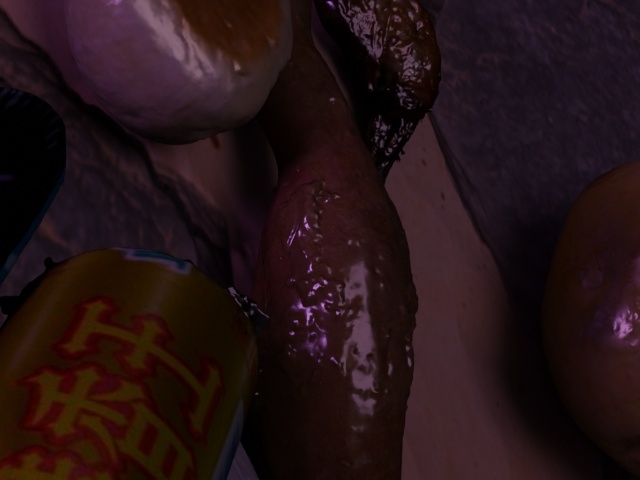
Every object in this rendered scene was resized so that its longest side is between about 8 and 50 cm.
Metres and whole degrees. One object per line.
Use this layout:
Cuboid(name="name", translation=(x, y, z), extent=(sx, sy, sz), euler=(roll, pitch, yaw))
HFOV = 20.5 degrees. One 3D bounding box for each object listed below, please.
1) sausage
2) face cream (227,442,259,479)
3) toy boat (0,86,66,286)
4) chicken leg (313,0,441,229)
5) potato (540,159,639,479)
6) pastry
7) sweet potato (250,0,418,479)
Cuboid(name="sausage", translation=(-0.108, 0.108, 0.680), extent=(0.317, 0.125, 0.117), euler=(-70, 169, -67))
Cuboid(name="face cream", translation=(-0.124, 0.184, 0.836), extent=(0.235, 0.137, 0.420), euler=(62, 26, -2))
Cuboid(name="toy boat", translation=(-0.215, 0.051, 0.770), extent=(0.092, 0.134, 0.299), euler=(92, 20, -47))
Cuboid(name="chicken leg", translation=(0.038, -0.118, 1.220), extent=(0.106, 0.051, 0.253), euler=(6, 71, -45))
Cuboid(name="potato", translation=(0.263, 0.055, 1.308), extent=(0.242, 0.242, 0.286), euler=(25, 70, -45))
Cuboid(name="pastry", translation=(-0.086, -0.134, 1.029), extent=(0.156, 0.092, 0.156), euler=(31, 48, -42))
Cuboid(name="sweet potato", translation=(0.000, 0.000, 1.070), extent=(0.109, 0.109, 0.385), euler=(15, 63, -49))
